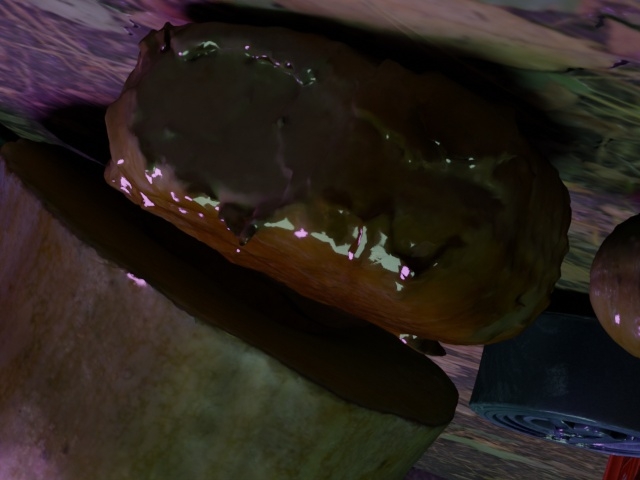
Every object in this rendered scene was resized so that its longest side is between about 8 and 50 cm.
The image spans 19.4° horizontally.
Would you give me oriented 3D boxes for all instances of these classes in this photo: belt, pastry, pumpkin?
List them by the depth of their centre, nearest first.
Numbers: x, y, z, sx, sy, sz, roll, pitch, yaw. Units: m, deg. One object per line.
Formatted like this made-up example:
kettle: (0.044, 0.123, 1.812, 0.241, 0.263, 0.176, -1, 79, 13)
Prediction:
pastry: (0.011, -0.023, 0.842, 0.218, 0.100, 0.229, 27, 173, -22)
pumpkin: (-0.096, 0.099, 1.161, 0.332, 0.199, 0.332, 30, -176, -2)
belt: (0.175, 0.093, 1.233, 0.141, 0.082, 0.190, 17, 170, -11)

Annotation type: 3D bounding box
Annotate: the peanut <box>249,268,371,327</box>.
peanut: (0.000, 0.000, 1.072, 0.080, 0.080, 0.174, 13, 166, 27)

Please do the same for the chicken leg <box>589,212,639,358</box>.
chicken leg: (0.216, 0.026, 0.821, 0.103, 0.088, 0.228, 37, 155, -33)

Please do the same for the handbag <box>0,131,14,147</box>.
handbag: (-0.266, 0.043, 1.320, 0.089, 0.238, 0.326, 20, 171, 20)

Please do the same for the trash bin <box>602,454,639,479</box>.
trash bin: (0.319, 0.232, 1.533, 0.184, 0.161, 0.238, 17, 167, 9)
